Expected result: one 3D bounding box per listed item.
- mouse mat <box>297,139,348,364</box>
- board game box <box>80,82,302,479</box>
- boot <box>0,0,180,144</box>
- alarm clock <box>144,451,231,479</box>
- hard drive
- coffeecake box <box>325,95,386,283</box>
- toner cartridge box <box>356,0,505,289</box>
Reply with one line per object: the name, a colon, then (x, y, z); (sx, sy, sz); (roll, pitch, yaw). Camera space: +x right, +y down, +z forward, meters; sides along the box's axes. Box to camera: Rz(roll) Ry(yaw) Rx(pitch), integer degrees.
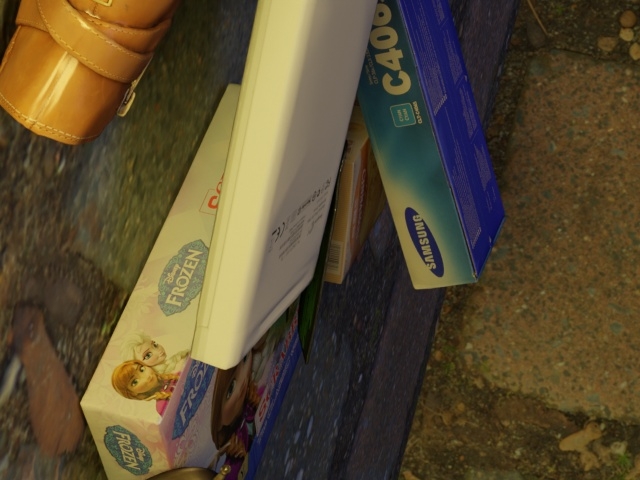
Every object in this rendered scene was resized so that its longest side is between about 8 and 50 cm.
mouse mat: (0.000, 0.000, 1.292); (0.152, 0.007, 0.190); (-112, -149, -80)
board game box: (-0.086, 0.091, 1.271); (0.318, 0.065, 0.319); (84, 22, -55)
boot: (-0.102, -0.167, 0.854); (0.220, 0.109, 0.283); (-65, -167, 9)
alarm clock: (-0.132, 0.235, 1.106); (0.192, 0.064, 0.129); (-39, 150, -8)
hard drive: (-0.018, -0.083, 1.096); (0.203, 0.040, 0.308); (-47, 152, -64)
coffeecake box: (0.022, -0.063, 1.602); (0.185, 0.068, 0.142); (-58, 157, -58)
toner cartridge box: (0.104, -0.140, 1.579); (0.165, 0.075, 0.348); (-54, 131, -59)
